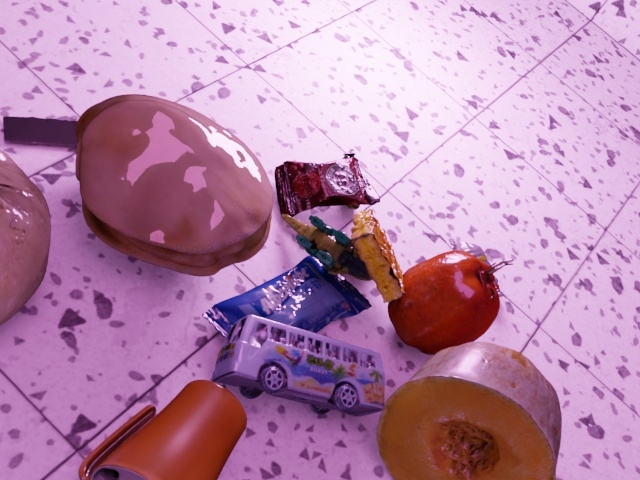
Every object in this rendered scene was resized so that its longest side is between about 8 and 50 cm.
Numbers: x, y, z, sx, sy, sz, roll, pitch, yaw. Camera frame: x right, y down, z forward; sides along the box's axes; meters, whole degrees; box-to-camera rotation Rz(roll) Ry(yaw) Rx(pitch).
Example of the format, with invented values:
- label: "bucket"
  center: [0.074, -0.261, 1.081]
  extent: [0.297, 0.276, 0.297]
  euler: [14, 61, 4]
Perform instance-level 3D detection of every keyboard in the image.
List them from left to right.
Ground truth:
- label: "keyboard"
  center: [-0.573, -0.230, 1.632]
  extent: [0.196, 0.015, 0.074]
  euler: [0, 59, -26]

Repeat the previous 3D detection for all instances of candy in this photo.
- label: "candy"
  center: [-0.060, 0.142, 1.566]
  extent: [0.187, 0.077, 0.331]
  euler: [45, 46, 19]

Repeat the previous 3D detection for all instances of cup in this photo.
- label: "cup"
  center: [-0.257, 0.355, 1.258]
  extent: [0.226, 0.183, 0.264]
  euler: [11, 35, 22]

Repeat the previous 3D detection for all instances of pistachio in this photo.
- label: "pistachio"
  center: [-0.298, -0.117, 1.502]
  extent: [0.445, 0.281, 0.365]
  euler: [37, 51, 10]

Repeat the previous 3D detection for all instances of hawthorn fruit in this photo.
- label: "hawthorn fruit"
  center: [0.286, 0.116, 1.618]
  extent: [0.211, 0.299, 0.211]
  euler: [29, 38, -25]

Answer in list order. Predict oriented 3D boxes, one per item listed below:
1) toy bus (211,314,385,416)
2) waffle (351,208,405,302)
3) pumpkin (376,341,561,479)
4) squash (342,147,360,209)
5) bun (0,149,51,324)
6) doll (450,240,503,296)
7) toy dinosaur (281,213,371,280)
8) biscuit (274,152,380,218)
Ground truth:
- label: "toy bus"
  center: [-0.033, 0.242, 1.433]
  extent: [0.329, 0.109, 0.136]
  euler: [20, 63, -26]
- label: "waffle"
  center: [0.120, 0.017, 1.629]
  extent: [0.161, 0.055, 0.211]
  euler: [61, 13, -19]
- label: "pumpkin"
  center: [0.287, 0.345, 1.436]
  extent: [0.332, 0.332, 0.199]
  euler: [37, 34, 4]
- label: "squash"
  center: [0.073, -0.153, 1.873]
  extent: [0.052, 0.052, 0.184]
  euler: [11, 53, -20]
- label: "bun"
  center: [-0.626, 0.000, 1.286]
  extent: [0.326, 0.234, 0.362]
  euler: [47, 55, 5]
- label: "doll"
  center: [0.381, 0.067, 1.851]
  extent: [0.180, 0.079, 0.094]
  euler: [51, 21, 7]
- label: "toy dinosaur"
  center: [0.000, 0.000, 1.640]
  extent: [0.259, 0.153, 0.094]
  euler: [35, 85, 22]
- label: "biscuit"
  center: [0.011, -0.132, 1.783]
  extent: [0.235, 0.063, 0.151]
  euler: [-7, 64, -16]
